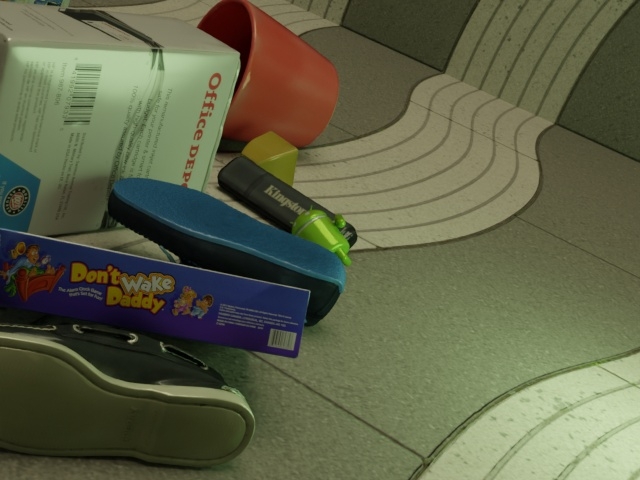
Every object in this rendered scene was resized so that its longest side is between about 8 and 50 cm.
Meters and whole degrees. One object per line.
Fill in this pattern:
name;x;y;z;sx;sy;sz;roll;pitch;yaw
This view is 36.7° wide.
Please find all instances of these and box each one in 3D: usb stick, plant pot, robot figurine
usb stick;-0.060;-0.059;1.634;0.278;0.045;0.077;34;55;27
plant pot;-0.102;-0.139;1.754;0.083;0.081;0.081;-22;46;-38
plant pot;-0.116;-0.308;1.909;0.243;0.274;0.275;16;21;-38
robot figurine;0.000;0.000;1.521;0.115;0.101;0.067;54;5;22

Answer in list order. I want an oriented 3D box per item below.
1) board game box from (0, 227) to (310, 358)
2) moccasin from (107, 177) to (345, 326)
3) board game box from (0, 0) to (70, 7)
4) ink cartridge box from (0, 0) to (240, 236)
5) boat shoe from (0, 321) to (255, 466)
board game box;-0.214;0.057;1.108;0.347;0.078;0.233;12;-4;-18
moccasin;-0.139;0.027;1.317;0.342;0.116;0.137;25;28;3
board game box;-0.595;-0.438;1.688;0.302;0.308;0.086;4;27;-46
ink cartridge box;-0.335;-0.171;1.370;0.166;0.285;0.395;35;27;32
boat shoe;-0.234;0.139;0.979;0.340;0.127;0.113;12;23;-22
